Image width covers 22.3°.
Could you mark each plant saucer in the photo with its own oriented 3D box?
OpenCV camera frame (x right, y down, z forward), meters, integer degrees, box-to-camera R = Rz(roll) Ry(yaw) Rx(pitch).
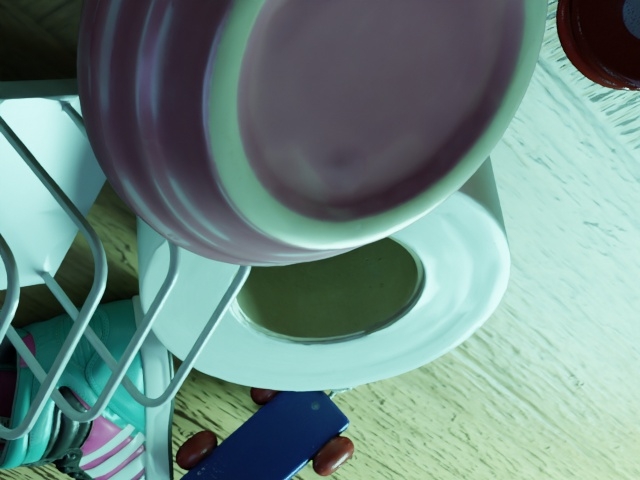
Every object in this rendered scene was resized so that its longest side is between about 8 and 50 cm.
[{"bbox_3d":[0.018,-0.123,0.979,0.332,0.084,0.332,-21,129,-28],"label":"plant saucer"}]

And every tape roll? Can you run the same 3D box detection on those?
[{"bbox_3d":[0.000,0.000,1.249,0.286,0.100,0.286,-5,142,-4],"label":"tape roll"}]

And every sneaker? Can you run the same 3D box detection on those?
[{"bbox_3d":[-0.219,0.168,1.403,0.178,0.124,0.296,-6,135,-11],"label":"sneaker"}]

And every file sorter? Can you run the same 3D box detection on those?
[{"bbox_3d":[-0.215,0.023,1.062,0.277,0.173,0.193,-9,140,-48],"label":"file sorter"}]

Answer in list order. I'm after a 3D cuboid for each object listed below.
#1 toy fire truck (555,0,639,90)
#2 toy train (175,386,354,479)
[{"bbox_3d":[0.300,-0.143,1.024,0.254,0.302,0.169,-36,-179,7],"label":"toy fire truck"},{"bbox_3d":[-0.011,0.168,1.474,0.248,0.105,0.143,-41,168,-7],"label":"toy train"}]
